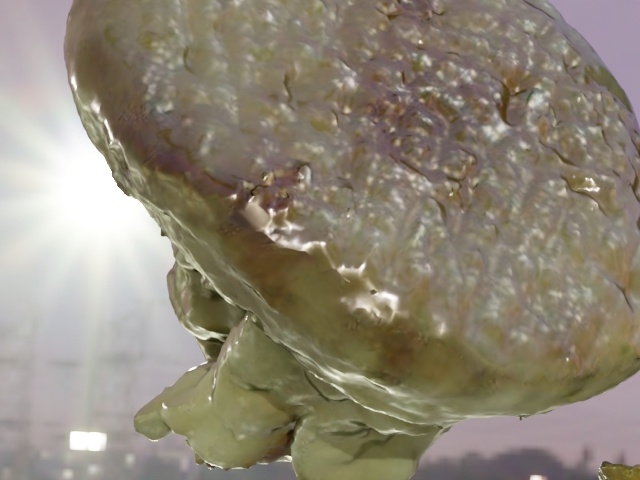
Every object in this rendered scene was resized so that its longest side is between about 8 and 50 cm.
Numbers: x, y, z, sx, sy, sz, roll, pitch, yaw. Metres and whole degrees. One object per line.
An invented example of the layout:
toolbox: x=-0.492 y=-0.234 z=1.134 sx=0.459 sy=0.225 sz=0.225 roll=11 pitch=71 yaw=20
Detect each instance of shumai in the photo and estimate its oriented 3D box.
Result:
shumai: x=0.000 y=0.000 z=1.213 sx=0.397 sy=0.324 sz=0.323 roll=38 pitch=-42 yaw=6

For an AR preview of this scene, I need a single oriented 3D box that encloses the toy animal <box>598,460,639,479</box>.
toy animal: x=0.239 y=0.180 z=1.151 sx=0.155 sy=0.095 sz=0.219 roll=8 pitch=-21 yaw=-20
